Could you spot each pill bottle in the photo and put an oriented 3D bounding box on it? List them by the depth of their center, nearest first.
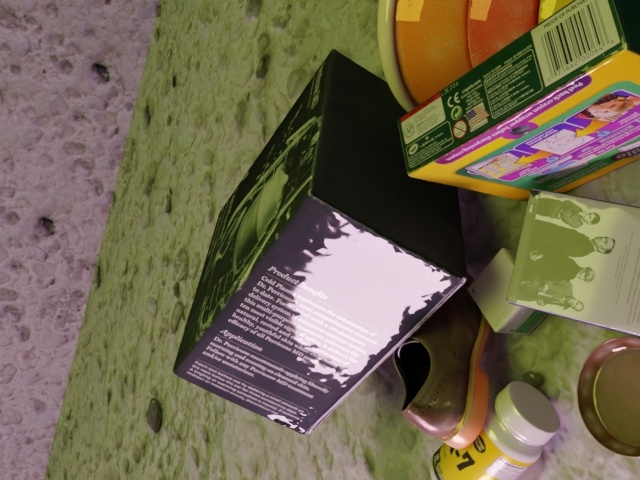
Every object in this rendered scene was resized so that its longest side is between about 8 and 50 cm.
[{"bbox_3d":[0.277,0.327,1.228,0.209,0.119,0.119,-56,42,29],"label":"pill bottle"}]

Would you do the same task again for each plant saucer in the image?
[{"bbox_3d":[0.445,0.222,1.098,0.168,0.029,0.169,-18,68,52],"label":"plant saucer"}]

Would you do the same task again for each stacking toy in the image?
[{"bbox_3d":[0.359,-0.335,1.183,0.479,0.350,0.351,15,94,37],"label":"stacking toy"}]

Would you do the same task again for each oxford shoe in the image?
[{"bbox_3d":[0.198,0.163,1.286,0.130,0.132,0.364,-55,17,36],"label":"oxford shoe"}]

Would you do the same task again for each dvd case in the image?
[{"bbox_3d":[0.405,0.033,1.117,0.238,0.029,0.179,14,94,28],"label":"dvd case"}]

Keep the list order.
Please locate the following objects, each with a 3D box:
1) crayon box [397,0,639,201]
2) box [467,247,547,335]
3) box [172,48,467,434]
[{"bbox_3d":[0.348,-0.180,1.082,0.363,0.313,0.106,-29,63,47],"label":"crayon box"},{"bbox_3d":[0.317,0.084,1.255,0.101,0.087,0.102,-55,42,30],"label":"box"},{"bbox_3d":[0.000,0.000,1.405,0.472,0.297,0.480,-49,21,33],"label":"box"}]
